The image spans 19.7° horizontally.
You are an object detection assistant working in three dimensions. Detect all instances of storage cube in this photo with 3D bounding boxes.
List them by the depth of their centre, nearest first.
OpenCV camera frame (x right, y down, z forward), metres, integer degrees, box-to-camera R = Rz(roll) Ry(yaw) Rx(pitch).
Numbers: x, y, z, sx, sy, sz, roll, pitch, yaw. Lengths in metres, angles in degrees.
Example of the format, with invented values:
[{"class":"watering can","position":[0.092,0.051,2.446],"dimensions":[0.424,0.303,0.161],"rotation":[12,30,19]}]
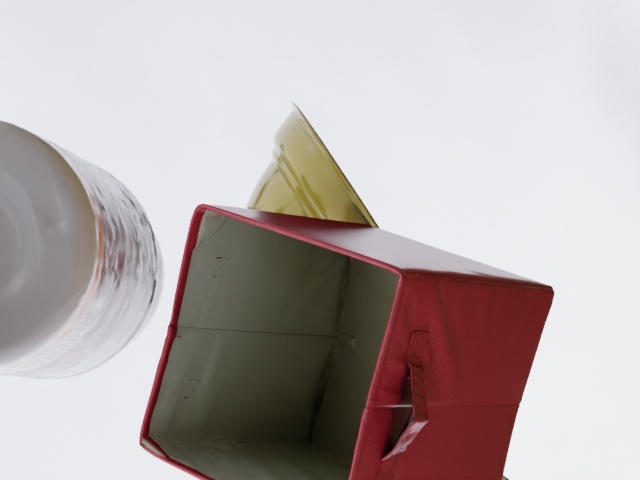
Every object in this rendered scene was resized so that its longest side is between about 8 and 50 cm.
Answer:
[{"class":"storage cube","position":[0.021,0.090,1.290],"dimensions":[0.193,0.215,0.183],"rotation":[6,-80,-52]}]

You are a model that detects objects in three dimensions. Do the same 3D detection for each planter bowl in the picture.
[{"class":"planter bowl","position":[0.000,0.000,1.519],"dimensions":[0.217,0.090,0.217],"rotation":[56,-179,-1]}]

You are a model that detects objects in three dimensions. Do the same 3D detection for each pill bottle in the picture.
[{"class":"pill bottle","position":[-0.279,0.019,1.763],"dimensions":[0.224,0.224,0.392],"rotation":[61,-177,8]}]

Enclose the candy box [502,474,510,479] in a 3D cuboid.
[{"class":"candy box","position":[0.140,0.281,1.608],"dimensions":[0.196,0.165,0.070],"rotation":[36,-128,-14]}]
